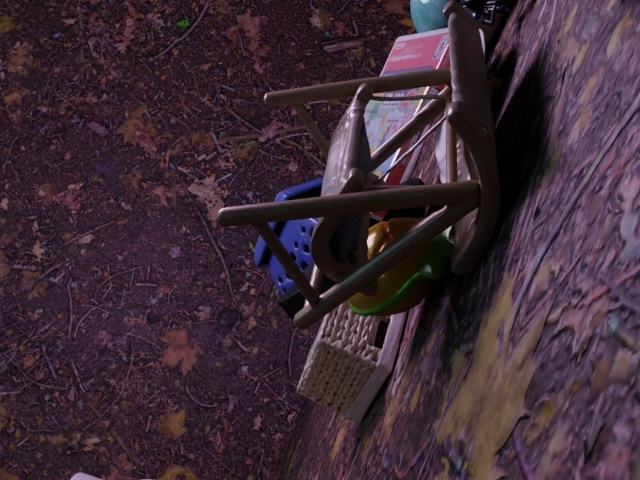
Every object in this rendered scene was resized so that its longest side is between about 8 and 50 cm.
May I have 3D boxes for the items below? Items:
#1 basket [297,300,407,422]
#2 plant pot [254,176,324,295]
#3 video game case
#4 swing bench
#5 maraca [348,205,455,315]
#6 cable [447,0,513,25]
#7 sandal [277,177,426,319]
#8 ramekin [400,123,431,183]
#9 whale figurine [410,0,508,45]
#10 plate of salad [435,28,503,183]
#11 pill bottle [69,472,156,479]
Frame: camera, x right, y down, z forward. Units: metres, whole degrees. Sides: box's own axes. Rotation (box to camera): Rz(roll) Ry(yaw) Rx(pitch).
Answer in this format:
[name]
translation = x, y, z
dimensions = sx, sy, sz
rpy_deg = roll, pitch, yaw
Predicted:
[basket]
translation = 0.040, 0.156, 0.987
dimensions = 0.167, 0.103, 0.113
rpy_deg = 108, -177, -50
[plant pot]
translation = 0.000, 0.000, 1.589
dimensions = 0.236, 0.212, 0.236
rpy_deg = -25, -32, -50
[video game case]
translation = 0.104, -0.176, 1.071
dimensions = 0.285, 0.025, 0.204
rpy_deg = -66, 21, 3
[swing bench]
translation = 0.065, -0.080, 0.729
dimensions = 0.255, 0.165, 0.253
rpy_deg = -21, 31, 24
[maraca]
translation = 0.095, 0.023, 0.812
dimensions = 0.186, 0.099, 0.127
rpy_deg = -32, 32, 45
[cable]
translation = 0.224, -0.362, 0.923
dimensions = 0.150, 0.047, 0.184
rpy_deg = -58, 27, 24
[sandal]
translation = 0.056, -0.031, 1.178
dimensions = 0.168, 0.107, 0.446
rpy_deg = -34, 6, 34
[ramekin]
translation = 0.181, -0.250, 1.763
dimensions = 0.273, 0.127, 0.272
rpy_deg = 20, -90, -90
[whale figurine]
translation = 0.229, -0.413, 1.082
dimensions = 0.216, 0.141, 0.272
rpy_deg = -69, 1, -55
[plate of salad]
translation = 0.188, -0.167, 0.919
dimensions = 0.200, 0.048, 0.199
rpy_deg = -170, 90, -88
[pill bottle]
translation = -0.179, 0.418, 0.905
dimensions = 0.188, 0.334, 0.187
rpy_deg = 20, -90, -89
